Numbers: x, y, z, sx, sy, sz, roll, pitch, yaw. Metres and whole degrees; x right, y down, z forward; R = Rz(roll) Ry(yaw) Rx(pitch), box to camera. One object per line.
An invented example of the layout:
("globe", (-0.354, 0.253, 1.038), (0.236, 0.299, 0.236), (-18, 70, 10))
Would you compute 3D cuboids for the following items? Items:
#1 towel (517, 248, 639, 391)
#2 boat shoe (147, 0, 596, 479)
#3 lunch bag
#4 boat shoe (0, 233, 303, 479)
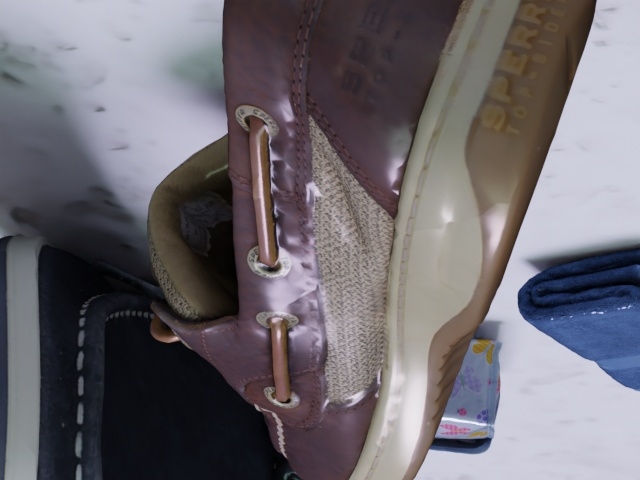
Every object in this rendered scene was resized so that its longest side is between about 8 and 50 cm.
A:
("towel", (0.142, 0.038, 0.786), (0.067, 0.029, 0.119), (-11, 154, 35))
("boat shoe", (0.000, 0.000, 0.630), (0.123, 0.123, 0.342), (19, 158, 3))
("lunch bag", (0.053, 0.076, 0.871), (0.071, 0.053, 0.083), (5, 167, 4))
("boat shoe", (-0.061, 0.115, 0.837), (0.156, 0.187, 0.500), (-3, 162, 7))
